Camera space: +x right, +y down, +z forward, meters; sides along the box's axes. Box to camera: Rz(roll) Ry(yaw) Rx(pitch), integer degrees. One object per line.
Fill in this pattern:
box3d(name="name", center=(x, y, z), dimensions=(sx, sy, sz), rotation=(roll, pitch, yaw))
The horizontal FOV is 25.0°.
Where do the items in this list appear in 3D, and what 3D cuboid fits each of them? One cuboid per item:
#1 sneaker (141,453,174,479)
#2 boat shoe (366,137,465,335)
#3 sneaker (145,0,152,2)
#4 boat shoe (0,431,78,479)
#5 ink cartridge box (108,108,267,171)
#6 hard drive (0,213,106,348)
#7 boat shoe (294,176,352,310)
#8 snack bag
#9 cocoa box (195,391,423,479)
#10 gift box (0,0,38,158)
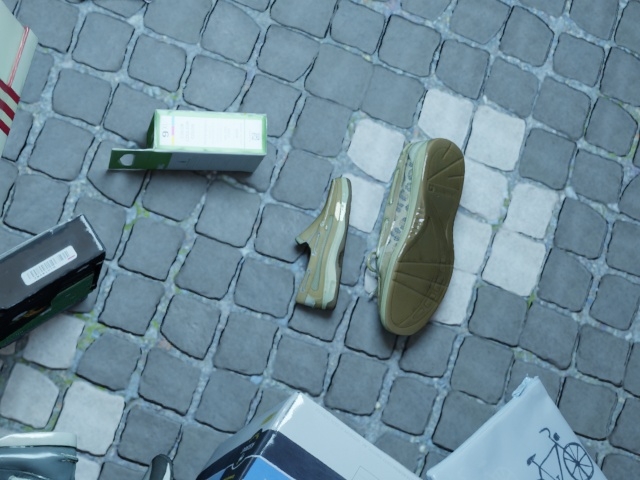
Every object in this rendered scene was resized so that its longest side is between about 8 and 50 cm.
box3d(name="sneaker", center=(-0.280, 0.391, 1.875), dimensions=(0.108, 0.100, 0.271), rotation=(33, 76, 0))
box3d(name="boat shoe", center=(0.131, -0.004, 2.045), dimensions=(0.105, 0.089, 0.285), rotation=(23, 78, -34))
box3d(name="sneaker", center=(-0.274, -0.356, 2.030), dimensions=(0.118, 0.042, 0.067), rotation=(-33, 85, -17))
box3d(name="boat shoe", center=(-0.468, 0.304, 1.840), dimensions=(0.320, 0.116, 0.099), rotation=(-2, 77, -18))
box3d(name="ink cartridge box", center=(-0.184, -0.136, 1.978), dimensions=(0.209, 0.109, 0.062), rotation=(1, 80, -12))
box3d(name="hard drive", center=(-0.386, 0.076, 1.780), dimensions=(0.237, 0.339, 0.064), rotation=(-31, 86, -14))
box3d(name="boat shoe", center=(0.000, 0.000, 2.020), dimensions=(0.072, 0.068, 0.190), rotation=(8, 79, 1))
box3d(name="snack bag", center=(0.303, 0.387, 1.955), dimensions=(0.323, 0.037, 0.342), rotation=(-32, 87, -48))
box3d(name="cocoa box", center=(-0.050, 0.371, 1.780), dimensions=(0.231, 0.347, 0.228), rotation=(36, 64, -5))
box3d(name="gift box", center=(-0.536, -0.225, 1.849), dimensions=(0.276, 0.258, 0.255), rotation=(18, 79, 11))
